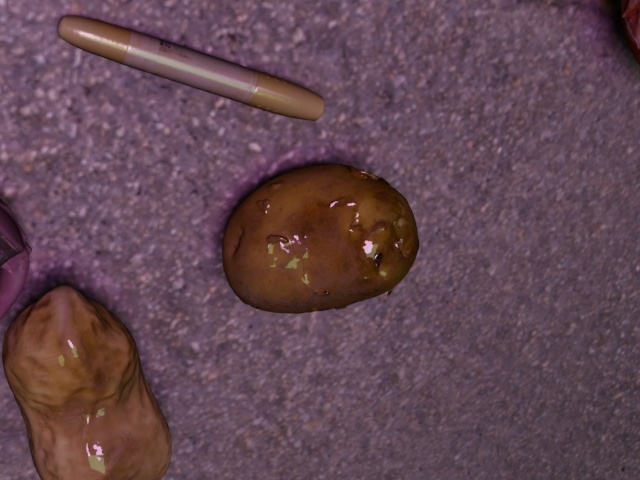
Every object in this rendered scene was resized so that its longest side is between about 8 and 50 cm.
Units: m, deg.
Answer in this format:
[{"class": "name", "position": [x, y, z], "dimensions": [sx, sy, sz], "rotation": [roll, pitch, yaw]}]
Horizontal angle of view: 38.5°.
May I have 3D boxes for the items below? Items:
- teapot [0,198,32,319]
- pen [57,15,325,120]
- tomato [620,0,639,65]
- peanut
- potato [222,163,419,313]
[{"class": "teapot", "position": [-0.296, 0.028, 0.720], "dimensions": [0.146, 0.116, 0.148], "rotation": [-42, 121, -11]}, {"class": "pen", "position": [-0.101, -0.143, 0.761], "dimensions": [0.233, 0.040, 0.032], "rotation": [15, 109, -25]}, {"class": "tomato", "position": [0.364, -0.244, 0.865], "dimensions": [0.228, 0.112, 0.199], "rotation": [9, 120, -28]}, {"class": "peanut", "position": [-0.204, 0.144, 0.806], "dimensions": [0.122, 0.137, 0.253], "rotation": [-18, 120, -16]}, {"class": "potato", "position": [0.000, 0.000, 0.830], "dimensions": [0.176, 0.137, 0.137], "rotation": [-1, 119, 1]}]
